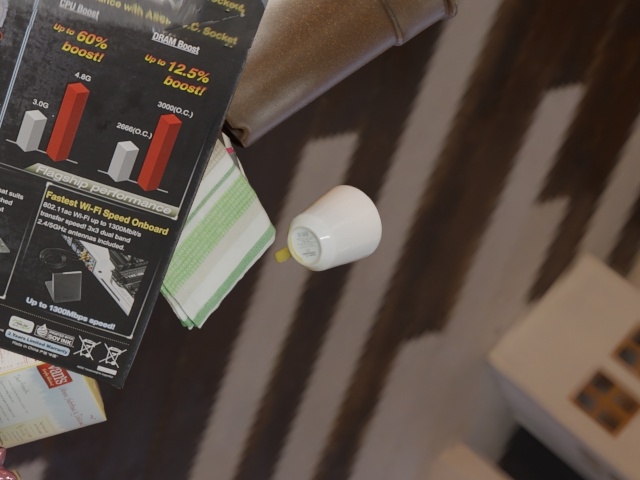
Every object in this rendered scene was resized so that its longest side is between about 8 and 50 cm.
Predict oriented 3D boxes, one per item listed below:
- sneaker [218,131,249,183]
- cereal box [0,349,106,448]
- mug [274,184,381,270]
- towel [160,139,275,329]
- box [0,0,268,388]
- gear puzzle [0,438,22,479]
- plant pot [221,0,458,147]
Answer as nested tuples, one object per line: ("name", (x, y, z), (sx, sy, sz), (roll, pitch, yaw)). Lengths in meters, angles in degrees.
("sneaker", (-0.135, -0.127, 1.740), (0.123, 0.296, 0.178), (-12, 150, 11))
("cereal box", (-0.337, 0.156, 1.772), (0.240, 0.047, 0.173), (-16, 153, -4))
("mug", (0.003, 0.000, 1.479), (0.064, 0.062, 0.078), (-28, 150, -49))
("towel", (-0.103, -0.019, 1.432), (0.113, 0.023, 0.152), (-50, 131, -22))
("box", (-0.191, -0.090, 0.809), (0.076, 0.307, 0.242), (-84, -166, -59))
("gear puzzle", (-0.281, 0.337, 1.578), (0.175, 0.339, 0.044), (-28, 178, 12))
("plant pot", (-0.027, -0.156, 1.192), (0.165, 0.167, 0.167), (-41, 149, -4))
